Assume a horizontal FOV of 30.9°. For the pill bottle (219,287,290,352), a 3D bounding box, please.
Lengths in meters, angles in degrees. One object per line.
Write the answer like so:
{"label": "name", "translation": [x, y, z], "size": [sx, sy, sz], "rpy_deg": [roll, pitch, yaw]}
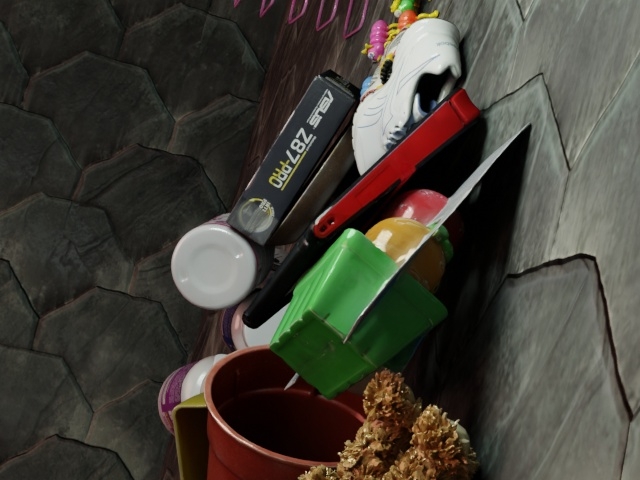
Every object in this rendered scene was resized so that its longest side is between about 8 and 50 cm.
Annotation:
{"label": "pill bottle", "translation": [-0.107, 0.170, 2.270], "size": [0.264, 0.153, 0.153], "rpy_deg": [171, 114, -78]}

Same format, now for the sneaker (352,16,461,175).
{"label": "sneaker", "translation": [0.129, -0.196, 1.787], "size": [0.129, 0.111, 0.297], "rpy_deg": [-98, 24, -49]}

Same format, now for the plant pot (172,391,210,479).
{"label": "plant pot", "translation": [-0.092, 0.321, 1.804], "size": [0.187, 0.212, 0.212], "rpy_deg": [-54, -40, -73]}

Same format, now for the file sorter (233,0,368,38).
{"label": "file sorter", "translation": [-0.037, -0.586, 2.622], "size": [0.202, 0.290, 0.182], "rpy_deg": [178, 105, -78]}

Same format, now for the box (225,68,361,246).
{"label": "box", "translation": [-0.045, -0.173, 2.231], "size": [0.318, 0.097, 0.395], "rpy_deg": [-55, 3, 9]}

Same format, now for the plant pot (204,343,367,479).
{"label": "plant pot", "translation": [-0.042, 0.323, 1.567], "size": [0.272, 0.272, 0.265], "rpy_deg": [-97, 17, -62]}

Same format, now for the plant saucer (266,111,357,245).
{"label": "plant saucer", "translation": [0.002, -0.107, 2.183], "size": [0.311, 0.050, 0.310], "rpy_deg": [-54, 4, 5]}

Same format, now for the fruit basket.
{"label": "fruit basket", "translation": [0.108, 0.034, 1.451], "size": [0.353, 0.165, 0.327], "rpy_deg": [-42, -3, -27]}

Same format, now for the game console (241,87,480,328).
{"label": "game console", "translation": [0.049, -0.041, 1.629], "size": [0.342, 0.060, 0.386], "rpy_deg": [-38, -7, -27]}

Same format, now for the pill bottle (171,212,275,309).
{"label": "pill bottle", "translation": [-0.177, 0.032, 2.235], "size": [0.283, 0.160, 0.160], "rpy_deg": [-45, -27, -79]}

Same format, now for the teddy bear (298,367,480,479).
{"label": "teddy bear", "translation": [0.062, 0.312, 1.282], "size": [0.245, 0.113, 0.338], "rpy_deg": [49, 123, 32]}

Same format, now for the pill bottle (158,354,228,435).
{"label": "pill bottle", "translation": [-0.213, 0.319, 2.325], "size": [0.301, 0.169, 0.169], "rpy_deg": [150, 135, -66]}

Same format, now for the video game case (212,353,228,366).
{"label": "video game case", "translation": [-0.137, 0.398, 1.974], "size": [0.300, 0.036, 0.329], "rpy_deg": [49, -133, -56]}

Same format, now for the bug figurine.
{"label": "bug figurine", "translation": [0.127, -0.348, 2.069], "size": [0.279, 0.072, 0.216], "rpy_deg": [122, 160, -54]}

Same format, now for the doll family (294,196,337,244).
{"label": "doll family", "translation": [0.000, 0.000, 2.190], "size": [0.193, 0.076, 0.111], "rpy_deg": [-56, -2, 37]}

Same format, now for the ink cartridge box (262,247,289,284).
{"label": "ink cartridge box", "translation": [-0.167, 0.042, 2.582], "size": [0.097, 0.207, 0.046], "rpy_deg": [-93, 22, -57]}

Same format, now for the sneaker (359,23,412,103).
{"label": "sneaker", "translation": [0.132, -0.273, 1.921], "size": [0.225, 0.088, 0.093], "rpy_deg": [125, 165, -62]}
